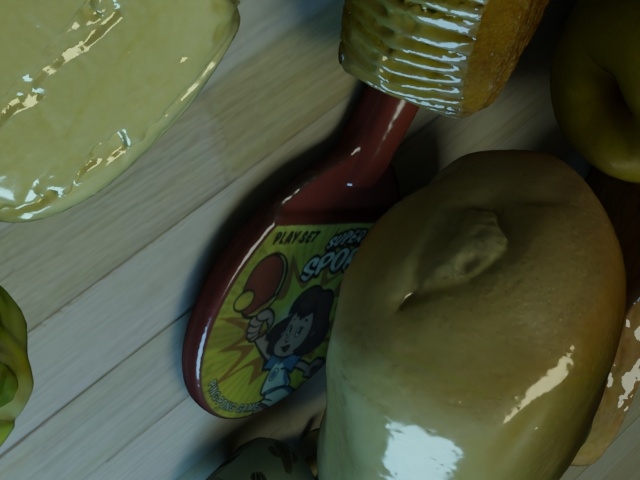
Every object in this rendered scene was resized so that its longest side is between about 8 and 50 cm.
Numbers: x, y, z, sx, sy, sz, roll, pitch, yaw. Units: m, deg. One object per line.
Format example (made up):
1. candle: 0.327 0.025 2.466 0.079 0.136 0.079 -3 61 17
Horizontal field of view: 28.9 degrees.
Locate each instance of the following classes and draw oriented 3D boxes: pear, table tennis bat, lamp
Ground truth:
1. pear: 0.436 -0.214 1.233 0.418 0.362 0.362 -23 139 -18
2. table tennis bat: 0.000 0.000 1.186 0.268 0.051 0.415 -2 124 -54
3. lamp: -0.043 0.264 1.318 0.214 0.121 0.121 -13 131 -59

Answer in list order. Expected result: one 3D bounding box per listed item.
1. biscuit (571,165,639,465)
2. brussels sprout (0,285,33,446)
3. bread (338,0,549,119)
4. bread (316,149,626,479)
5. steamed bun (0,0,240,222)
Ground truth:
1. biscuit: 0.312 0.067 1.439 0.385 0.062 0.365 -81 -171 -66
2. brussels sprout: -0.280 0.053 0.739 0.223 0.223 0.161 31 80 -57
3. bread: 0.118 -0.221 0.982 0.227 0.142 0.253 -58 166 -32
4. bread: 0.148 0.118 1.207 0.348 0.253 0.376 -51 157 -38
5. steamed bun: -0.196 -0.142 0.701 0.232 0.166 0.273 -46 143 12
